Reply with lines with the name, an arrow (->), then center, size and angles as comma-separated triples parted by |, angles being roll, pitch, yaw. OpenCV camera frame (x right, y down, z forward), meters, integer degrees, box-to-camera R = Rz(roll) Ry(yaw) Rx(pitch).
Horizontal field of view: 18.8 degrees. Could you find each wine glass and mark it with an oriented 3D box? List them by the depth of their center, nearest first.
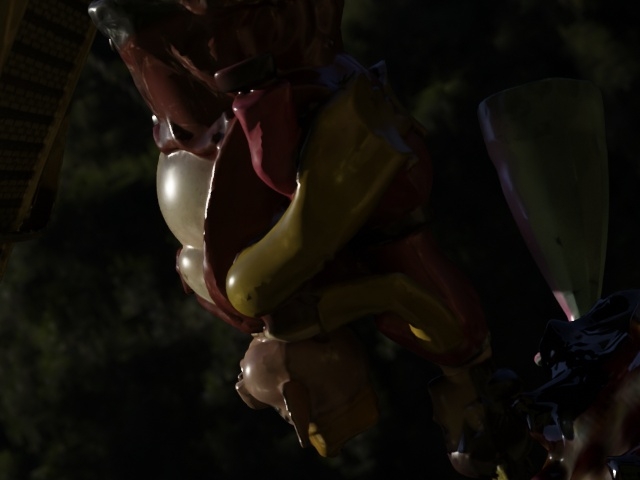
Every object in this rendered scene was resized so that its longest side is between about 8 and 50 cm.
wine glass -> 0.136, -0.010, 1.091 | 0.073, 0.155, 0.073 | -8, -16, -2

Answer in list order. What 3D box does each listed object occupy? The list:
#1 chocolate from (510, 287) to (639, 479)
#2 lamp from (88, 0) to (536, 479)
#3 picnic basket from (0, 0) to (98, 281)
chocolate -> 0.150, 0.089, 0.705 | 0.224, 0.177, 0.206 | 0, -68, -37
lamp -> 0.000, 0.000, 0.752 | 0.118, 0.253, 0.118 | -21, 10, 4
picnic basket -> -0.239, -0.100, 1.170 | 0.228, 0.175, 0.312 | -15, -53, -87
